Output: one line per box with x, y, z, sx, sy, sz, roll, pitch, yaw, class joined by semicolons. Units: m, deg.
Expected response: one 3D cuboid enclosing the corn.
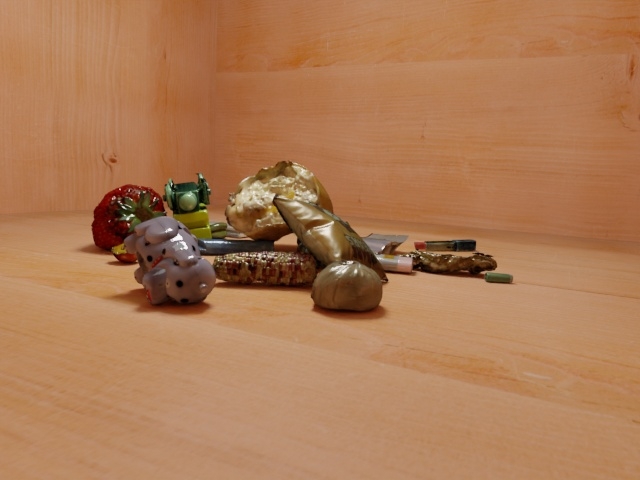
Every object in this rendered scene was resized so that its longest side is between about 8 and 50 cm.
-0.152;0.078;1.290;0.289;0.098;0.098;-1;8;-5;corn

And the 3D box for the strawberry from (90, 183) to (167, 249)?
-0.719;-0.082;1.736;0.250;0.239;0.288;2;-3;-43;strawberry

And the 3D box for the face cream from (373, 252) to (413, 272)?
0.213;0.074;1.588;0.198;0.057;0.084;4;8;13;face cream

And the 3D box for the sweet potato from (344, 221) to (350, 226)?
0.041;-0.025;2.032;0.085;0.112;0.285;-50;16;-22;sweet potato

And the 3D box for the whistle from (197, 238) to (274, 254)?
-0.324;0.024;1.734;0.304;0.062;0.062;1;8;-15;whistle

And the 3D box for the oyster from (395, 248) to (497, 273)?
0.426;0.080;1.612;0.344;0.079;0.129;3;-13;14;oyster

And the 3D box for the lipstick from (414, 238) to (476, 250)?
0.560;0.024;2.132;0.312;0.051;0.051;-1;11;-17;lipstick

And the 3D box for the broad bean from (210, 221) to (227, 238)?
-0.520;-0.039;2.150;0.206;0.072;0.153;-5;2;31;broad bean

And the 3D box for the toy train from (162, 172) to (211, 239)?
-0.527;-0.119;1.899;0.179;0.272;0.442;-9;15;-14;toy train

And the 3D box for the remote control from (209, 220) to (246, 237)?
-0.469;-0.053;2.271;0.277;0.056;0.103;8;9;27;remote control

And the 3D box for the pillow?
0.035;-0.002;1.363;0.312;0.119;0.310;46;11;30;pillow

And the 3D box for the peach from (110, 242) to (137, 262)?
-0.613;0.042;1.491;0.098;0.061;0.098;-10;25;4;peach

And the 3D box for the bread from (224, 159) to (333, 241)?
-0.140;-0.140;1.824;0.361;0.250;0.394;-12;-10;12;bread

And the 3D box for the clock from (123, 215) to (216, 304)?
-0.339;0.070;1.106;0.188;0.189;0.254;-2;25;-36;clock

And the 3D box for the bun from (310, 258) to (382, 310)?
0.063;0.101;1.112;0.166;0.114;0.173;6;6;23;bun

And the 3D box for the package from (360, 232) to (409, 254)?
0.225;0.015;1.967;0.203;0.062;0.251;10;19;40;package

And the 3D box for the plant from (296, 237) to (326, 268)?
-0.017;0.022;1.589;0.132;0.129;0.194;2;25;5;plant

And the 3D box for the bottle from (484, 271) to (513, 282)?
0.568;0.119;1.494;0.083;0.030;0.030;4;8;1;bottle
